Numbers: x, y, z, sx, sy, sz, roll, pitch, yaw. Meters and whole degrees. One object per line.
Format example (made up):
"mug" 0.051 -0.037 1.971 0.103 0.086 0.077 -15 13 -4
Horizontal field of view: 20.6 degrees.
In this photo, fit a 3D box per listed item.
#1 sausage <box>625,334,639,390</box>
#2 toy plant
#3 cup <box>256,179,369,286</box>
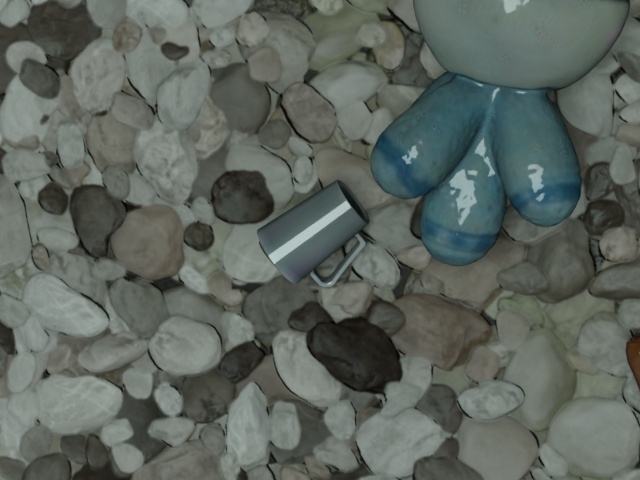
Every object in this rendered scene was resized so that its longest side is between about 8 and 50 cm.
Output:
"sausage" 0.373 0.186 1.910 0.040 0.047 0.176 -18 91 18
"toy plant" 0.177 -0.130 1.837 0.247 0.247 0.332 14 104 12
"cup" 0.000 0.000 1.973 0.116 0.074 0.104 -35 112 10
